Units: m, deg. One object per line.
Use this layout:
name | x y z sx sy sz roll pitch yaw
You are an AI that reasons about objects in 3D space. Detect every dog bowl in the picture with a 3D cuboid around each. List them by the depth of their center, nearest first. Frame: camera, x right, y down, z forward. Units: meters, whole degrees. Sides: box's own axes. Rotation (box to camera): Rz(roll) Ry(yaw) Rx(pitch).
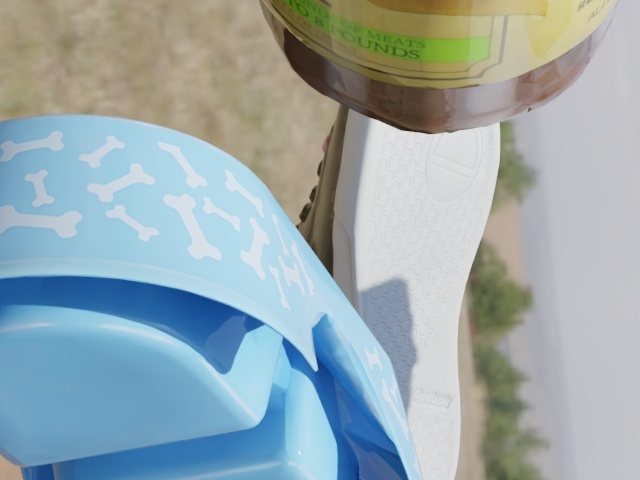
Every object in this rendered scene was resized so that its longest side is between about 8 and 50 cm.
dog bowl | -0.060 0.055 0.680 0.297 0.166 0.074 55 28 -54

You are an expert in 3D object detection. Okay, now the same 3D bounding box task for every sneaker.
sneaker | 0.000 0.000 0.916 0.105 0.147 0.295 -20 124 -41

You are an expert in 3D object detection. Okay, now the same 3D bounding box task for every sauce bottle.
sauce bottle | 0.028 -0.144 0.369 0.344 0.111 0.111 84 2 -64
